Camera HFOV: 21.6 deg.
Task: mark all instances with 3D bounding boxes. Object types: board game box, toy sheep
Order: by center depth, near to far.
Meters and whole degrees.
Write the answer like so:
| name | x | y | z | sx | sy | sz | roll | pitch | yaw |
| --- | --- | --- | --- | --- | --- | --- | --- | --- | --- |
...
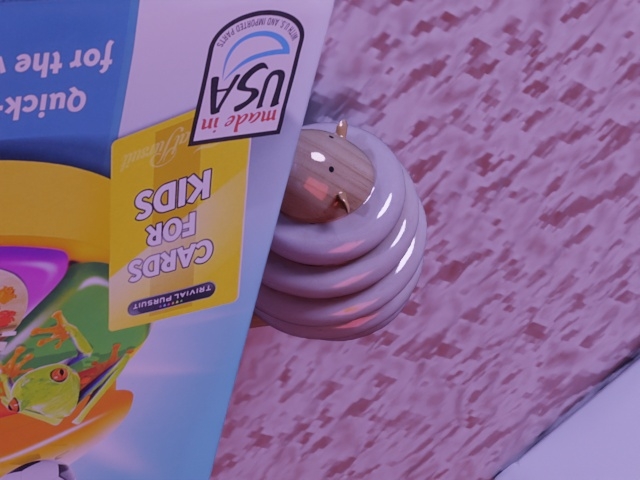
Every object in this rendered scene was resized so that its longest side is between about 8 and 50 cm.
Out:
| name | x | y | z | sx | sy | sz | roll | pitch | yaw |
| --- | --- | --- | --- | --- | --- | --- | --- | --- | --- |
| board game box | -0.152 | 0.050 | 0.574 | 0.253 | 0.079 | 0.336 | -9 | 129 | -33 |
| toy sheep | 0.000 | 0.000 | 0.676 | 0.091 | 0.091 | 0.132 | -27 | 151 | -7 |

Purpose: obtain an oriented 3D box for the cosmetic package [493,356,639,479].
| name | x | y | z | sx | sy | sz | roll | pitch | yaw |
| --- | --- | --- | --- | --- | --- | --- | --- | --- | --- |
| cosmetic package | 0.312 | 0.142 | 0.982 | 0.284 | 0.097 | 0.377 | -41 | 137 | 12 |
